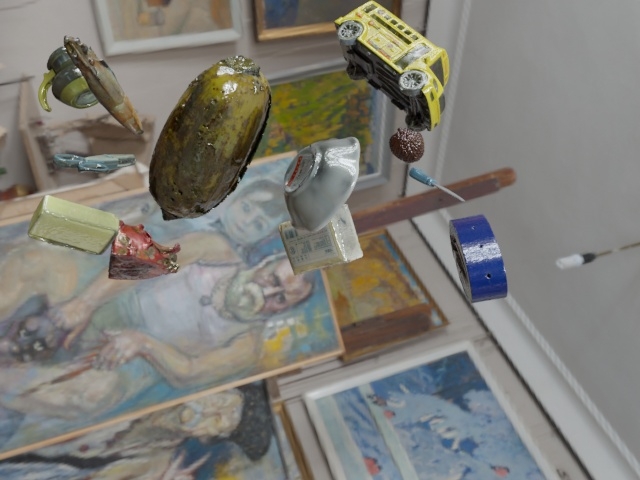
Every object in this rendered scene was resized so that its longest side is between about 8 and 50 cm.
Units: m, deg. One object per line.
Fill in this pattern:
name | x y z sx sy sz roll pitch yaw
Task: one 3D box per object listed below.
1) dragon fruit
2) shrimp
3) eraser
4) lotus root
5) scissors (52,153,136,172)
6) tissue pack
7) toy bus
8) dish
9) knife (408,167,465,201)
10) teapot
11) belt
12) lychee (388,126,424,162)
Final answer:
dragon fruit | -0.498 0.031 1.976 0.262 0.212 0.134 142 -42 -62
shrimp | -0.399 -0.291 1.283 0.143 0.052 0.251 54 -9 35
eraser | -0.551 -0.032 1.565 0.117 0.172 0.058 -41 -138 42
lotus root | -0.235 -0.196 1.424 0.179 0.196 0.397 43 -57 21
scissors | -0.564 -0.203 1.818 0.289 0.138 0.041 -25 129 -71
tissue pack | 0.000 0.000 1.800 0.196 0.092 0.148 -16 -88 45
toy bus | 0.175 -0.393 1.566 0.330 0.152 0.144 48 -10 31
dish | -0.018 -0.129 1.419 0.229 0.081 0.229 -37 -141 38
knife | 0.339 -0.154 1.990 0.244 0.058 0.032 38 -74 48
teapot | -0.556 -0.355 1.555 0.119 0.166 0.130 59 2 12
belt | 0.477 0.056 2.125 0.347 0.117 0.212 -93 170 -61
lychee | 0.302 -0.329 2.399 0.129 0.123 0.123 40 -14 -7
